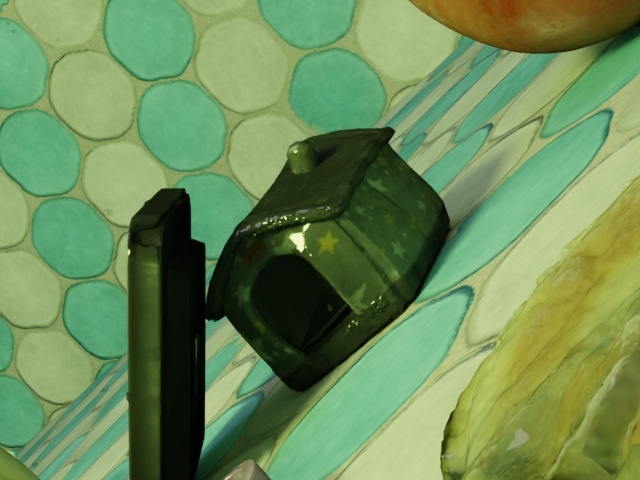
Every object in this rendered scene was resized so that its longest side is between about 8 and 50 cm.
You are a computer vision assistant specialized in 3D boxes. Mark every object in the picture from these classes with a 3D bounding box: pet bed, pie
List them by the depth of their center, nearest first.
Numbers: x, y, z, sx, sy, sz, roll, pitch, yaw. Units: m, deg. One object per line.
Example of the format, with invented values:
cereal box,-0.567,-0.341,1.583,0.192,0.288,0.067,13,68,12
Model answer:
pie,0.158,0.009,0.478,0.337,0.075,0.337,-48,1,2
pet bed,0.000,0.000,1.176,0.183,0.159,0.211,-41,6,31

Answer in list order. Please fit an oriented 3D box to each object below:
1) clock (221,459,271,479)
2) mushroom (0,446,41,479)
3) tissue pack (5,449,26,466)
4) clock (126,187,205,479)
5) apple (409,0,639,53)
clock,-0.075,0.206,0.786,0.153,0.050,0.110,-46,6,-6
mushroom,-0.312,0.275,0.805,0.315,0.315,0.356,-39,9,45
tissue pack,-0.386,0.359,1.391,0.263,0.146,0.198,-47,6,-20
clock,-0.127,0.103,1.131,0.273,0.049,0.279,-98,8,-81
apple,0.212,-0.352,1.270,0.364,0.364,0.364,-44,6,6
